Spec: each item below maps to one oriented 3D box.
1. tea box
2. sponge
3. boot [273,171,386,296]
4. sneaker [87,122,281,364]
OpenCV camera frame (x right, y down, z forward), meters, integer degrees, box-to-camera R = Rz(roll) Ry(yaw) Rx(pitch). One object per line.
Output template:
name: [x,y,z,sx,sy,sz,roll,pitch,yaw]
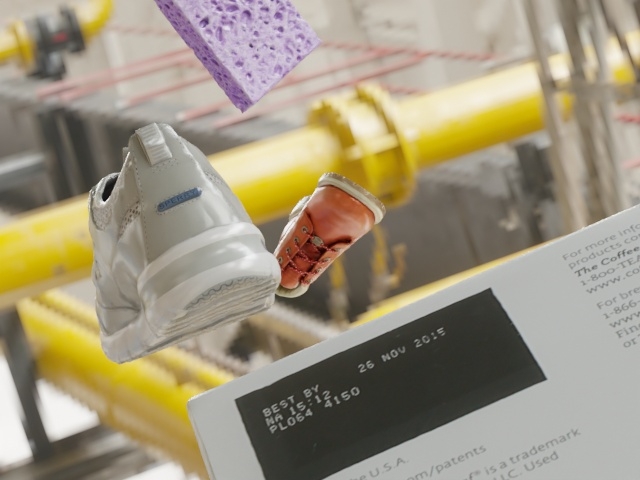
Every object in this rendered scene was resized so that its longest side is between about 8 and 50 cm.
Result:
tea box: [0.164,0.173,0.809,0.220,0.329,0.323,-115,-178,-54]
sponge: [-0.099,-0.239,1.920,0.210,0.117,0.031,52,-35,-8]
boot: [0.000,0.000,1.585,0.059,0.084,0.158,34,-22,-5]
sneaker: [-0.085,-0.002,1.164,0.281,0.105,0.115,143,-74,-73]
